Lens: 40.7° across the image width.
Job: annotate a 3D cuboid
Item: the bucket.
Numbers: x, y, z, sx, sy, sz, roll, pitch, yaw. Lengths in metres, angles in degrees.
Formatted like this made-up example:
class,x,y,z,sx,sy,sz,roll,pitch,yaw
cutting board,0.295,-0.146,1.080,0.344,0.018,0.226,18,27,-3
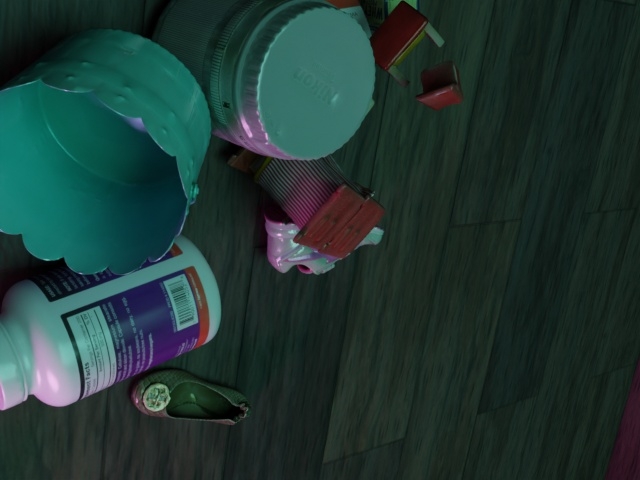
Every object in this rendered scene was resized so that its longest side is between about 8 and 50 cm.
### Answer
class,x,y,z,sx,sy,sz,roll,pitch,yaw
bucket,-0.273,-0.113,1.065,0.183,0.281,0.281,-74,154,-51

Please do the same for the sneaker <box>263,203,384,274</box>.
class,x,y,z,sx,sy,sz,roll,pitch,yaw
sneaker,0.000,0.000,1.509,0.252,0.103,0.111,-1,114,-36

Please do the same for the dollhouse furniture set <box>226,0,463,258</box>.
class,x,y,z,sx,sy,sz,roll,pitch,yaw
dollhouse furniture set,0.060,-0.179,1.321,0.374,0.201,0.152,-49,150,10

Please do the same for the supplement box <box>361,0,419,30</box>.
class,x,y,z,sx,sy,sz,roll,pitch,yaw
supplement box,0.118,-0.402,1.453,0.083,0.056,0.083,-25,124,-32

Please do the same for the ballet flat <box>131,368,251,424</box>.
class,x,y,z,sx,sy,sz,roll,pitch,yaw
ballet flat,-0.209,0.275,1.464,0.250,0.058,0.084,25,91,-45

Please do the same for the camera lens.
class,x,y,z,sx,sy,sz,roll,pitch,yaw
camera lens,-0.088,-0.239,1.188,0.219,0.274,0.219,-18,120,-36

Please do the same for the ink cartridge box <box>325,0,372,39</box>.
class,x,y,z,sx,sy,sz,roll,pitch,yaw
ink cartridge box,0.000,-0.339,1.380,0.189,0.066,0.232,-20,125,-34

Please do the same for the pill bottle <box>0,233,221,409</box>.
class,x,y,z,sx,sy,sz,roll,pitch,yaw
pill bottle,-0.314,0.114,1.212,0.323,0.181,0.181,-22,122,-33
